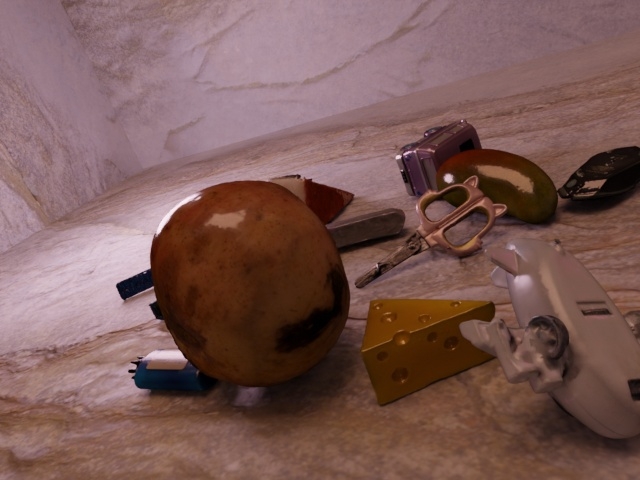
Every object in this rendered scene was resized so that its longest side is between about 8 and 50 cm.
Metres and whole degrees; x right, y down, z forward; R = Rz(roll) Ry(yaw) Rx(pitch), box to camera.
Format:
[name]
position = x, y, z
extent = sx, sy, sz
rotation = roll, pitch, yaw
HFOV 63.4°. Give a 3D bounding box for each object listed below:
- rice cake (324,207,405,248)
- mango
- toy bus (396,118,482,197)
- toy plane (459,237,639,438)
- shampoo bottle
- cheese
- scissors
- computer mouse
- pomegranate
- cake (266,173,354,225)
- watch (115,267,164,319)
[rice cake]
position = 0.001, 0.000, 1.177
extent = 0.399, 0.064, 0.070
rotation = -15, 13, 13
[mango]
position = 0.358, -0.117, 1.065
extent = 0.146, 0.129, 0.289
rotation = -32, 33, -29
[toy bus]
position = 0.305, -0.200, 1.283
extent = 0.202, 0.142, 0.142
rotation = -34, 20, -28
[toy plane]
position = 0.273, 0.097, 0.583
extent = 0.252, 0.118, 0.252
rotation = 12, 44, -12
[shampoo bottle]
position = -0.255, 0.222, 0.898
extent = 0.183, 0.050, 0.087
rotation = -8, 28, 29
[cheese]
position = 0.153, 0.133, 0.695
extent = 0.171, 0.093, 0.126
rotation = -12, 23, 17
[scissors]
position = 0.197, -0.003, 0.986
extent = 0.317, 0.024, 0.160
rotation = -35, 63, -1
[computer mouse]
position = 0.541, -0.116, 0.983
extent = 0.192, 0.062, 0.106
rotation = -32, 25, -12
[pomegranate]
position = -0.101, 0.065, 0.779
extent = 0.322, 0.322, 0.322
rotation = -17, 22, 7
[cake]
position = -0.024, -0.071, 1.384
extent = 0.158, 0.160, 0.262
rotation = -3, -7, 37
[watch]
position = -0.346, 0.083, 1.303
extent = 0.274, 0.068, 0.276
rotation = -39, 28, -28
